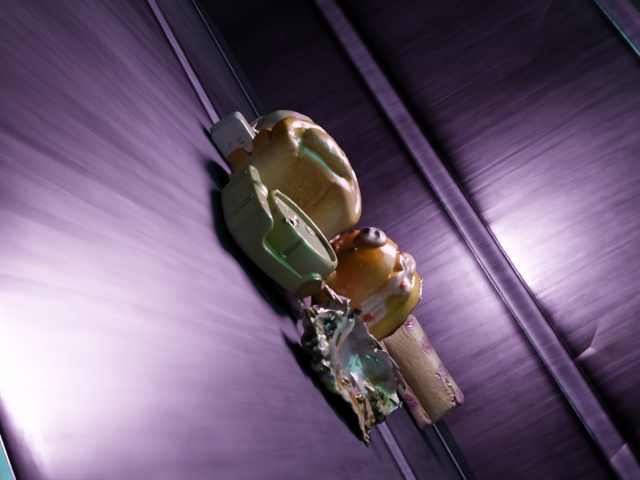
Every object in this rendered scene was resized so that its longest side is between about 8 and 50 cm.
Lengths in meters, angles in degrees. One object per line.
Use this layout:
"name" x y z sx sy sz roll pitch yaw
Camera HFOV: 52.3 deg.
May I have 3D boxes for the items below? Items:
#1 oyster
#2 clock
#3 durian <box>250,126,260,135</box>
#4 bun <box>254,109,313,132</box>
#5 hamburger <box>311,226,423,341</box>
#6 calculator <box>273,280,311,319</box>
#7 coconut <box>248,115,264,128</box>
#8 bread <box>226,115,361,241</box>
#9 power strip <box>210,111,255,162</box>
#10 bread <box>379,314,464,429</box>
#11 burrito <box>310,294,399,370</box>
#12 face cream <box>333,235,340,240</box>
"oyster" 0.049 0.239 1.259 0.355 0.107 0.201 61 38 -33
"clock" -0.059 0.005 1.275 0.308 0.096 0.235 44 11 -30
"durian" -0.173 -0.244 1.804 0.208 0.102 0.146 54 -21 -18
"bun" -0.065 -0.270 1.929 0.283 0.179 0.283 37 -29 25
"hamburger" 0.087 0.090 1.563 0.237 0.276 0.276 50 8 -23
"calculator" -0.056 0.104 1.337 0.100 0.032 0.175 57 5 -6
"coconut" -0.188 -0.334 2.141 0.122 0.116 0.116 52 7 -23
"bread" -0.057 -0.129 1.482 0.316 0.270 0.211 49 -5 -29
"power strip" -0.139 -0.142 1.639 0.385 0.091 0.062 57 7 -28
"bread" 0.321 0.438 2.190 0.338 0.187 0.155 58 7 0
"burrito" 0.060 0.224 1.404 0.229 0.144 0.089 51 52 -13
"face cream" 0.000 0.000 2.011 0.117 0.117 0.104 57 -3 -24
